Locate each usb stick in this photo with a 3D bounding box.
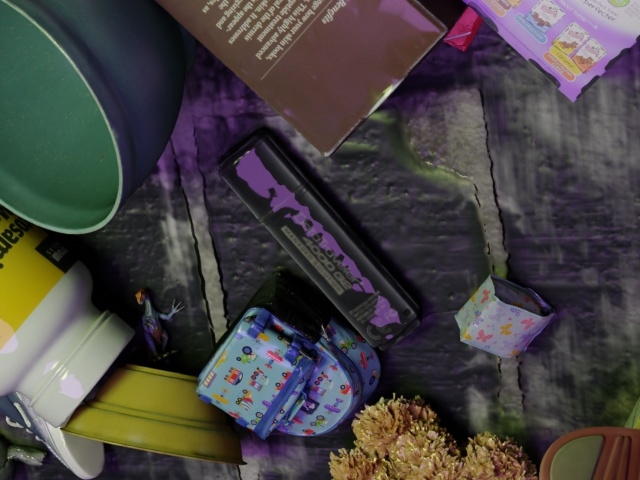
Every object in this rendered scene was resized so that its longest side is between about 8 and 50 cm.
[{"bbox_3d":[0.000,0.000,1.904,0.077,0.045,0.278,-37,100,23],"label":"usb stick"}]

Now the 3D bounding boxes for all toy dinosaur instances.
[{"bbox_3d":[-0.197,0.098,2.026,0.090,0.047,0.082,-29,86,39],"label":"toy dinosaur"}]

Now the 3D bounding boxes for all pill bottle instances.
[{"bbox_3d":[-0.378,0.051,1.975,0.334,0.188,0.188,39,122,-5],"label":"pill bottle"}]

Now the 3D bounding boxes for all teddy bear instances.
[{"bbox_3d":[0.163,0.302,1.967,0.338,0.113,0.245,44,124,-6],"label":"teddy bear"}]

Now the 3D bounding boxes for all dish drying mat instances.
[{"bbox_3d":[0.148,-0.228,1.756,0.032,0.008,0.083,30,122,3],"label":"dish drying mat"}]

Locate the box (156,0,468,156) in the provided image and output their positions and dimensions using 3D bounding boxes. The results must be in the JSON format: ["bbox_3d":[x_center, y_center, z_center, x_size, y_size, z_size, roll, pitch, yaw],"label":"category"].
[{"bbox_3d":[-0.057,-0.288,1.717,0.381,0.143,0.191,44,121,-3],"label":"box"}]

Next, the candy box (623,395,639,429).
[{"bbox_3d":[0.424,0.187,1.831,0.183,0.087,0.316,23,121,6],"label":"candy box"}]

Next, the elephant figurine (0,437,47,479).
[{"bbox_3d":[-0.479,0.325,2.119,0.169,0.239,0.186,36,122,-1],"label":"elephant figurine"}]

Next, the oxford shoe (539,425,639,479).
[{"bbox_3d":[0.411,0.275,1.778,0.397,0.140,0.146,11,152,5],"label":"oxford shoe"}]

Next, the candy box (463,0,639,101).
[{"bbox_3d":[0.250,-0.258,1.665,0.165,0.070,0.196,43,119,-6],"label":"candy box"}]

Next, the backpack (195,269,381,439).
[{"bbox_3d":[-0.030,0.147,1.950,0.173,0.117,0.158,36,123,-5],"label":"backpack"}]

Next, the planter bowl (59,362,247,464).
[{"bbox_3d":[-0.181,0.191,2.008,0.217,0.217,0.090,9,85,14],"label":"planter bowl"}]

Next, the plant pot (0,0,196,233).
[{"bbox_3d":[-0.249,-0.180,1.779,0.293,0.196,0.293,27,141,25],"label":"plant pot"}]

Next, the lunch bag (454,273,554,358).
[{"bbox_3d":[0.196,0.083,1.875,0.083,0.053,0.071,22,124,-23],"label":"lunch bag"}]

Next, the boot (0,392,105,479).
[{"bbox_3d":[-0.334,0.207,2.119,0.086,0.069,0.190,-22,100,34],"label":"boot"}]
